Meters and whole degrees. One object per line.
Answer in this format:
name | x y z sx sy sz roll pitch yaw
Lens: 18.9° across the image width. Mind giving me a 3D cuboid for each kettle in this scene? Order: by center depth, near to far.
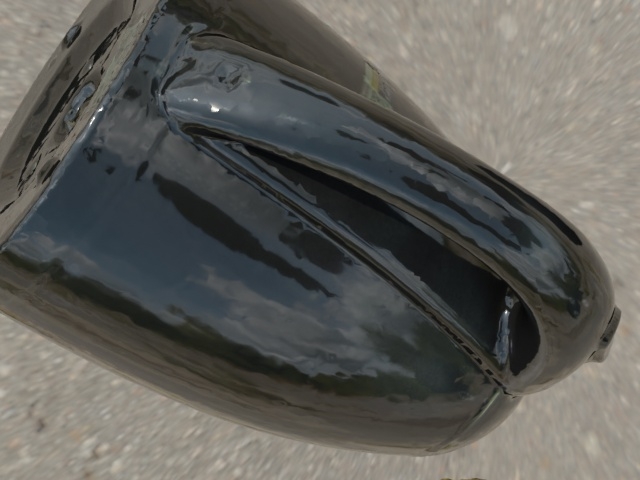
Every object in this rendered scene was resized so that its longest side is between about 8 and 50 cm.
kettle | 0.000 0.000 0.935 0.290 0.268 0.207 34 67 -17

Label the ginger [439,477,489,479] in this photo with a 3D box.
ginger | 0.141 0.184 0.629 0.294 0.131 0.086 38 93 -1
